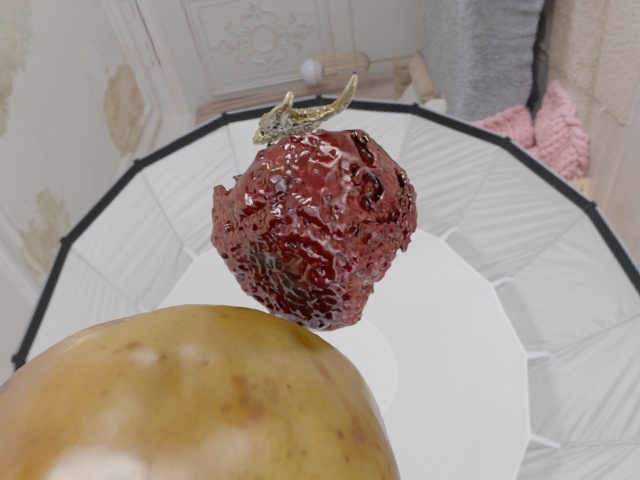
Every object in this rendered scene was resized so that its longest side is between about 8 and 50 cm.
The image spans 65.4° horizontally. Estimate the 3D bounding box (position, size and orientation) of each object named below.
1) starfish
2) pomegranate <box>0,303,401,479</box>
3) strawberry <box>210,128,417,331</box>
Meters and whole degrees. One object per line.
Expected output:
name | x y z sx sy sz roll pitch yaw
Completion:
starfish | -0.025 -0.170 0.698 0.050 0.138 0.247 67 167 -9
pomegranate | -0.106 0.260 0.423 0.410 0.410 0.410 -9 -90 -87
strawberry | 0.000 0.000 0.619 0.274 0.274 0.220 67 -173 -77
